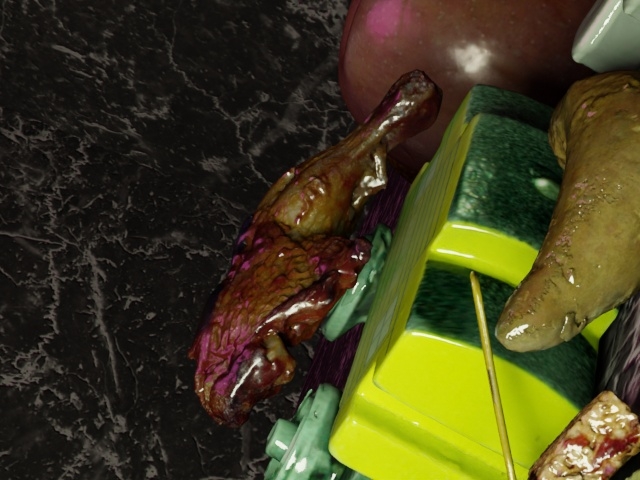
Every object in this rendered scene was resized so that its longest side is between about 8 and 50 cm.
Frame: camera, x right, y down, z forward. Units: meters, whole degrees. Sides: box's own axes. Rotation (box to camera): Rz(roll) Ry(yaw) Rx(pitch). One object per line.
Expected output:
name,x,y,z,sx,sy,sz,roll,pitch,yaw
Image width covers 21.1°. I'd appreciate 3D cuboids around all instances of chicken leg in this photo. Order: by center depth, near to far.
chicken leg,-0.007,0.003,1.288,0.177,0.083,0.322,-34,22,43

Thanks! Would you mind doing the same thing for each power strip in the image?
power strip,0.239,-0.195,1.158,0.193,0.059,0.265,-57,2,25

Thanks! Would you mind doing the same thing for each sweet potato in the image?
sweet potato,0.185,-0.044,1.076,0.124,0.098,0.310,-60,1,32

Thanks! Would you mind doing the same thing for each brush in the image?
brush,0.108,0.115,0.999,0.083,0.011,0.205,-79,-23,-76

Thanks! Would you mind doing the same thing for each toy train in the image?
toy train,0.101,0.060,1.239,0.272,0.179,0.442,-59,5,31

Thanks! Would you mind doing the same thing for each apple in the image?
apple,0.144,-0.196,1.686,0.306,0.235,0.305,-159,90,-86

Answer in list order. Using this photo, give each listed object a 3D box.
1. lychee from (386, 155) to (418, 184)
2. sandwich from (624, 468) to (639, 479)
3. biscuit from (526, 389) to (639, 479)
lychee,0.143,-0.126,1.942,0.171,0.171,0.171,-158,90,-88
sandwich,0.134,0.171,0.773,0.245,0.063,0.212,-74,10,-63
biscuit,0.139,0.113,0.905,0.064,0.034,0.199,-48,-9,-1
